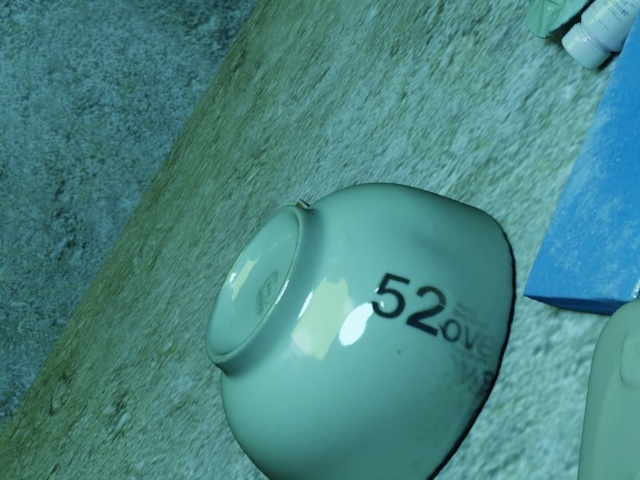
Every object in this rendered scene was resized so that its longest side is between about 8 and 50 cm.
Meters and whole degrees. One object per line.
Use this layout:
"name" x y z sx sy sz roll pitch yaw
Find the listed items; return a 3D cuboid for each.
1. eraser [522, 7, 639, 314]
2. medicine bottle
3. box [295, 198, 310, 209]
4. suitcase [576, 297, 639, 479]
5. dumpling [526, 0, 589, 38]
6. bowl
"eraser" 0.273 -0.086 0.792 0.312 0.042 0.144 -65 21 -11
"medicine bottle" 0.275 -0.206 0.924 0.089 0.052 0.052 -46 26 33
"box" 0.000 0.000 1.296 0.055 0.039 0.218 -57 22 6
"suitcase" 0.203 0.180 0.316 0.351 0.194 0.339 179 97 -80
"dumpling" 0.247 -0.290 0.987 0.152 0.108 0.219 -42 -1 -10
"bowl" 0.008 0.082 0.980 0.354 0.185 0.354 -47 25 30
